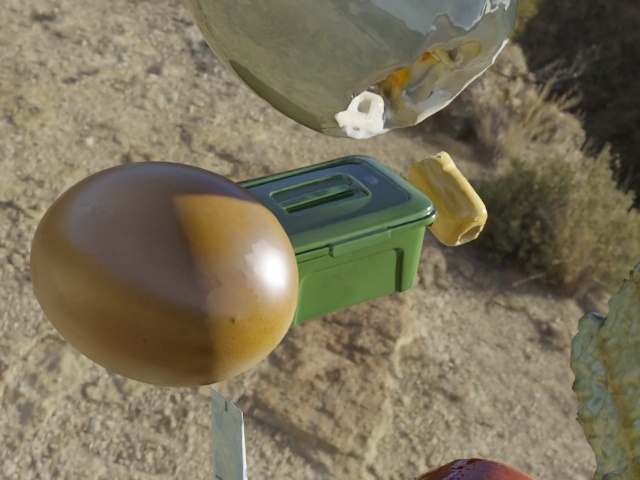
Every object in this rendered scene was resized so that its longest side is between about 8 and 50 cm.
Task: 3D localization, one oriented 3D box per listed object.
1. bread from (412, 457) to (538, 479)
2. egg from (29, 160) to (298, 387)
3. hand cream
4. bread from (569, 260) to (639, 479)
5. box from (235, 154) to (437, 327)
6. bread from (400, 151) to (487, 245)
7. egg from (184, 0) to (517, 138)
[{"bbox_3d":[0.217,0.462,1.261,0.295,0.328,0.114,50,30,0],"label":"bread"},{"bbox_3d":[-0.199,0.040,1.143,0.351,0.282,0.282,12,22,20],"label":"egg"},{"bbox_3d":[-0.161,0.419,1.571,0.067,0.320,0.109,-15,24,-32],"label":"hand cream"},{"bbox_3d":[0.467,0.117,0.918,0.264,0.395,0.239,24,37,-9],"label":"bread"},{"bbox_3d":[0.000,0.000,1.458,0.329,0.177,0.253,-16,34,-24],"label":"box"},{"bbox_3d":[0.226,-0.071,1.671,0.085,0.134,0.173,-28,74,-24],"label":"bread"},{"bbox_3d":[0.006,-0.262,0.806,0.278,0.278,0.336,-18,69,-53],"label":"egg"}]
